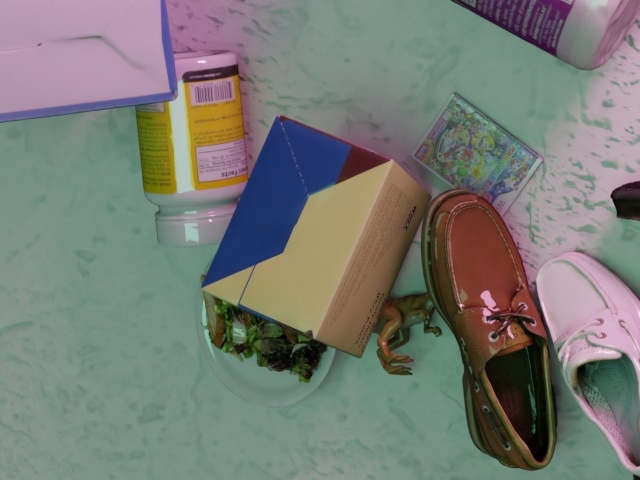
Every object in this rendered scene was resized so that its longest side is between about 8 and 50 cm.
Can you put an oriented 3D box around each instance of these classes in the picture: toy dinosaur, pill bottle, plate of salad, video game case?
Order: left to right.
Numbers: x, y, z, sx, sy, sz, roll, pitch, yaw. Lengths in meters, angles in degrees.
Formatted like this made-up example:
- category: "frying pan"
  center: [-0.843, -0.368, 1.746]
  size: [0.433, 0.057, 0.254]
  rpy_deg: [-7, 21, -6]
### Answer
- category: "pill bottle"
  center: [-0.142, -0.103, 2.032]
  size: [0.119, 0.119, 0.208]
  rpy_deg: [0, 101, 22]
- category: "plate of salad"
  center: [-0.068, 0.092, 2.066]
  size: [0.200, 0.048, 0.199]
  rpy_deg: [4, 98, 34]
- category: "toy dinosaur"
  center: [0.074, 0.090, 2.028]
  size: [0.212, 0.064, 0.112]
  rpy_deg: [-14, 64, 29]
- category: "video game case"
  center: [0.168, -0.089, 1.966]
  size: [0.122, 0.011, 0.087]
  rpy_deg: [38, 112, 11]
- category: "pill bottle"
  center: [0.182, -0.308, 1.828]
  size: [0.302, 0.169, 0.169]
  rpy_deg: [31, 111, 14]

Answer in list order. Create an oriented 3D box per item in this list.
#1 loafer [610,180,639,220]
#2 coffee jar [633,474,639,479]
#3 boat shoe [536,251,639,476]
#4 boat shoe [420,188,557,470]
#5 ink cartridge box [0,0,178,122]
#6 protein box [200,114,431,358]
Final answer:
- category: "loafer"
  center: [0.396, -0.004, 1.852]
  size: [0.220, 0.080, 0.078]
  rpy_deg: [17, 107, 18]
- category: "coffee jar"
  center: [0.410, 0.223, 1.885]
  size: [0.184, 0.096, 0.079]
  rpy_deg: [-26, 116, 24]
- category: "boat shoe"
  center: [0.290, 0.121, 1.869]
  size: [0.098, 0.096, 0.277]
  rpy_deg: [-45, 56, 27]
- category: "boat shoe"
  center: [0.193, 0.093, 1.925]
  size: [0.111, 0.104, 0.307]
  rpy_deg: [-21, 104, -16]
- category: "ink cartridge box"
  center: [-0.336, -0.213, 1.949]
  size: [0.270, 0.395, 0.151]
  rpy_deg: [-8, 101, -19]
- category: "protein box"
  center: [0.000, 0.000, 1.921]
  size: [0.136, 0.201, 0.199]
  rpy_deg: [23, 88, 17]
